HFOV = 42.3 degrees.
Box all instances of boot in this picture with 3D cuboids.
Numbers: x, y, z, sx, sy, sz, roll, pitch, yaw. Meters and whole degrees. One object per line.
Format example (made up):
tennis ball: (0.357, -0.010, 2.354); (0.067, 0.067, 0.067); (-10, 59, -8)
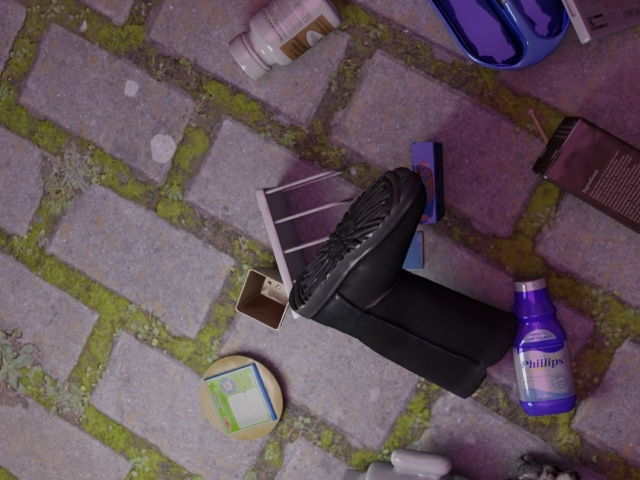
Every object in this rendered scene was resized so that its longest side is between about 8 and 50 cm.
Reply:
boot: (0.219, 0.096, 1.608); (0.445, 0.146, 0.367); (30, 119, -21)

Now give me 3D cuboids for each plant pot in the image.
plant pot: (-0.109, 0.118, 1.846); (0.109, 0.096, 0.109); (26, 111, 11)

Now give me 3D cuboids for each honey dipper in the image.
honey dipper: (0.469, -0.205, 1.715); (0.030, 0.030, 0.161); (-29, 87, 14)

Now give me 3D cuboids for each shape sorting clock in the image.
shape sorting clock: (-0.184, 0.366, 1.921); (0.206, 0.040, 0.206); (2, 100, 12)

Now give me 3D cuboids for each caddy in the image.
caddy: (0.347, -0.498, 1.639); (0.241, 0.179, 0.341); (-34, 87, 15)

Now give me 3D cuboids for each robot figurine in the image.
robot figurine: (0.204, 0.589, 1.769); (0.353, 0.200, 0.300); (6, 107, 13)

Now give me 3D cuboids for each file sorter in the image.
file sorter: (0.000, 0.000, 1.767); (0.173, 0.193, 0.278); (-16, 92, 11)

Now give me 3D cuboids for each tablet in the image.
tablet: (0.197, 0.024, 1.815); (0.054, 0.006, 0.083); (0, 95, 14)

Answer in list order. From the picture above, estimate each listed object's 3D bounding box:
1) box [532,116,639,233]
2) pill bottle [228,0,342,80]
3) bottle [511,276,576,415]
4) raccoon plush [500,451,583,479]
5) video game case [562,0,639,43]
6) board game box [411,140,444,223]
box: (0.614, -0.090, 1.592); (0.381, 0.191, 0.143); (29, 101, 2)
pill bottle: (-0.078, -0.451, 1.769); (0.229, 0.131, 0.131); (-35, 87, 14)
bottle: (0.457, 0.219, 1.727); (0.118, 0.092, 0.283); (-8, 93, 9)
raccoon plush: (0.451, 0.672, 1.728); (0.299, 0.216, 0.446); (32, 102, 16)
video game case: (0.526, -0.493, 1.590); (0.026, 0.227, 0.206); (-25, 89, 52)
board game box: (0.222, -0.121, 1.690); (0.047, 0.210, 0.160); (-2, 96, 13)
